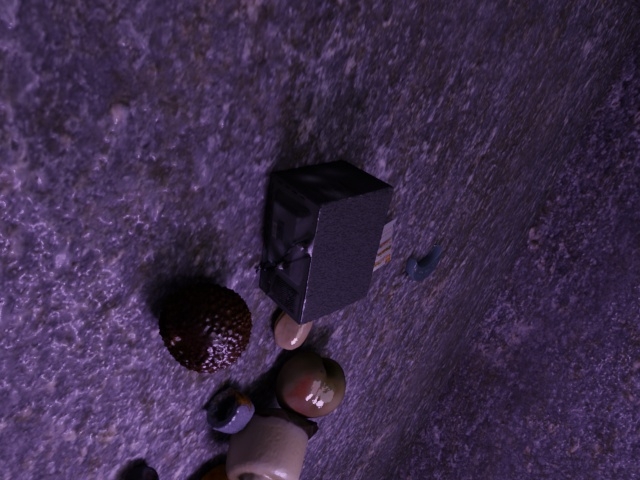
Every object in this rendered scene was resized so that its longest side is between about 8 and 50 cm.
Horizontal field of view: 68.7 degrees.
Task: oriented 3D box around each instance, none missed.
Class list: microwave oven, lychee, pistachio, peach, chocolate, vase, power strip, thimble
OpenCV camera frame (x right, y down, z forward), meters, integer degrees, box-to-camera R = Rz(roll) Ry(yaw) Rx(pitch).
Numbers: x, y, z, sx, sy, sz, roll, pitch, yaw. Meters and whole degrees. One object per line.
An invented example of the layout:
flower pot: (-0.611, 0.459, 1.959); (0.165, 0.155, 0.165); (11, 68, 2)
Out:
microwave oven: (0.000, 0.000, 1.508); (0.374, 0.236, 0.432); (-17, 129, -37)
lychee: (-0.320, 0.240, 1.354); (0.267, 0.267, 0.267); (-27, 135, -31)
pistachio: (-0.099, 0.313, 1.740); (0.145, 0.117, 0.200); (21, 101, -47)
peach: (-0.046, 0.592, 1.900); (0.292, 0.247, 0.292); (-16, 128, -22)
chocolate: (-0.202, 0.837, 1.800); (0.314, 0.297, 0.326); (-29, 133, 33)
vase: (-0.637, 0.857, 1.600); (0.183, 0.120, 0.120); (-45, 145, 13)
power strip: (0.493, 0.124, 2.282); (0.253, 0.054, 0.167); (-24, 133, -35)
thimble: (-0.332, 0.630, 1.727); (0.151, 0.127, 0.118); (-47, 144, -8)

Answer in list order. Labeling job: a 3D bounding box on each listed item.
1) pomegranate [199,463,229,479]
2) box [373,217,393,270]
pomegranate: (-0.384, 1.049, 1.893); (0.264, 0.264, 0.264); (-27, 135, -31)
box: (0.252, 0.020, 1.961); (0.122, 0.032, 0.220); (-31, 136, -28)
